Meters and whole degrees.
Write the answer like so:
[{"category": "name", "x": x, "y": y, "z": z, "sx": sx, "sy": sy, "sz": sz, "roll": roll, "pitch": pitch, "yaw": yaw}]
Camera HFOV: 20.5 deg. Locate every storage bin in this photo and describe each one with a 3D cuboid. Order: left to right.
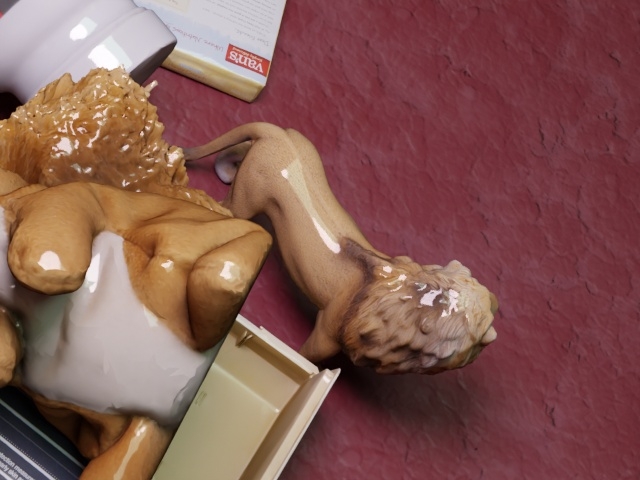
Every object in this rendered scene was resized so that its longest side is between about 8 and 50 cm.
[{"category": "storage bin", "x": -0.154, "y": 0.151, "z": 1.751, "sx": 0.262, "sy": 0.123, "sz": 0.260, "roll": 37, "pitch": 56, "yaw": -5}]

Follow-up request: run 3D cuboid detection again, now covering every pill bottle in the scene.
[{"category": "pill bottle", "x": -0.324, "y": -0.281, "z": 1.779, "sx": 0.363, "sy": 0.210, "sz": 0.210, "roll": 48, "pitch": 56, "yaw": -1}]

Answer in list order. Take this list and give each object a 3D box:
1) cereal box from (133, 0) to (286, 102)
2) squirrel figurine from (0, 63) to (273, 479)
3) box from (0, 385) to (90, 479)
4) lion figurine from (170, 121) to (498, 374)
[{"category": "cereal box", "x": -0.124, "y": -0.292, "z": 2.024, "sx": 0.173, "sy": 0.047, "sz": 0.240, "roll": 22, "pitch": 59, "yaw": -15}, {"category": "squirrel figurine", "x": -0.247, "y": 0.001, "z": 1.550, "sx": 0.370, "sy": 0.281, "sz": 0.397, "roll": 27, "pitch": 24, "yaw": -1}, {"category": "box", "x": -0.367, "y": 0.261, "z": 1.557, "sx": 0.296, "sy": 0.183, "sz": 0.294, "roll": 40, "pitch": 56, "yaw": -2}, {"category": "lion figurine", "x": 0.000, "y": 0.000, "z": 1.827, "sx": 0.392, "sy": 0.240, "sz": 0.142, "roll": 46, "pitch": 56, "yaw": 1}]
